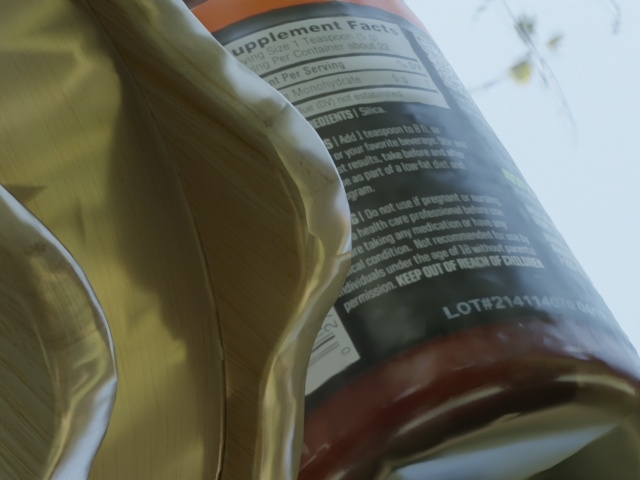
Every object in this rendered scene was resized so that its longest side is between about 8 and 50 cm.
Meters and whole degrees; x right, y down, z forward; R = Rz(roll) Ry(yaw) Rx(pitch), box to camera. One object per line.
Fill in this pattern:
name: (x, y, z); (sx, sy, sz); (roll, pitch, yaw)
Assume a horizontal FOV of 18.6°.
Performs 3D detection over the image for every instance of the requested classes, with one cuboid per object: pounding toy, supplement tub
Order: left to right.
pounding toy: (-0.137, -0.016, 0.376); (0.269, 0.155, 0.154); (48, -46, 12)
supplement tub: (0.000, 0.000, 0.498); (0.106, 0.198, 0.106); (-16, -42, -14)
